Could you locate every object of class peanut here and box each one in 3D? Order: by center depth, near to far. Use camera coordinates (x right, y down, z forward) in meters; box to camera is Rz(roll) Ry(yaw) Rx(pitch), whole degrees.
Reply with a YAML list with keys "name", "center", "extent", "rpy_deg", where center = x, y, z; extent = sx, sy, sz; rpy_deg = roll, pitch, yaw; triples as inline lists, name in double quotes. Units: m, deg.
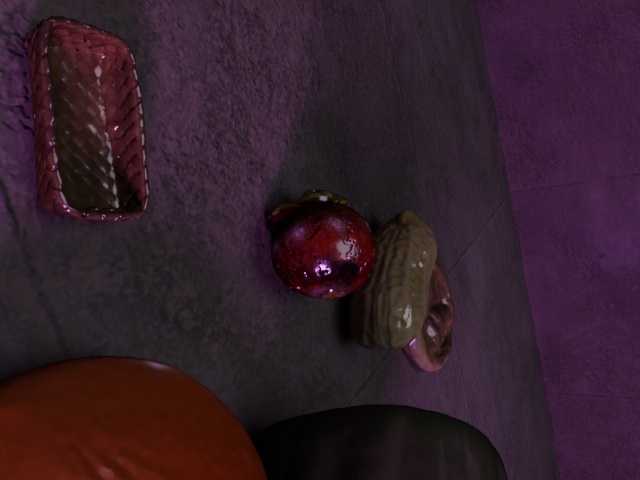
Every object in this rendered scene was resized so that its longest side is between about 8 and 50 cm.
- name: "peanut"
  center: [0.146, 0.074, 0.969]
  extent: [0.152, 0.152, 0.312]
  rpy_deg: [53, 41, -38]

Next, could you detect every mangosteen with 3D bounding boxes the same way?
- name: "mangosteen"
  center: [0.000, 0.000, 0.761]
  extent: [0.166, 0.166, 0.180]
  rpy_deg: [24, 39, -53]

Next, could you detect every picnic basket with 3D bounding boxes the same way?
- name: "picnic basket"
  center: [-0.233, -0.113, 0.501]
  extent: [0.110, 0.055, 0.193]
  rpy_deg: [-3, 87, -58]

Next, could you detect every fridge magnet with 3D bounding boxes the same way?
- name: "fridge magnet"
  center: [-0.177, 0.275, 0.396]
  extent: [0.364, 0.155, 0.363]
  rpy_deg: [29, 50, -41]

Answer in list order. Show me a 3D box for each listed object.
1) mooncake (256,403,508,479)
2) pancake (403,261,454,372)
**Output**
- name: "mooncake"
  center: [0.079, 0.361, 0.665]
  extent: [0.351, 0.352, 0.187]
  rpy_deg: [55, 31, -37]
- name: "pancake"
  center: [0.264, 0.171, 1.218]
  extent: [0.295, 0.050, 0.294]
  rpy_deg: [17, 70, -54]
